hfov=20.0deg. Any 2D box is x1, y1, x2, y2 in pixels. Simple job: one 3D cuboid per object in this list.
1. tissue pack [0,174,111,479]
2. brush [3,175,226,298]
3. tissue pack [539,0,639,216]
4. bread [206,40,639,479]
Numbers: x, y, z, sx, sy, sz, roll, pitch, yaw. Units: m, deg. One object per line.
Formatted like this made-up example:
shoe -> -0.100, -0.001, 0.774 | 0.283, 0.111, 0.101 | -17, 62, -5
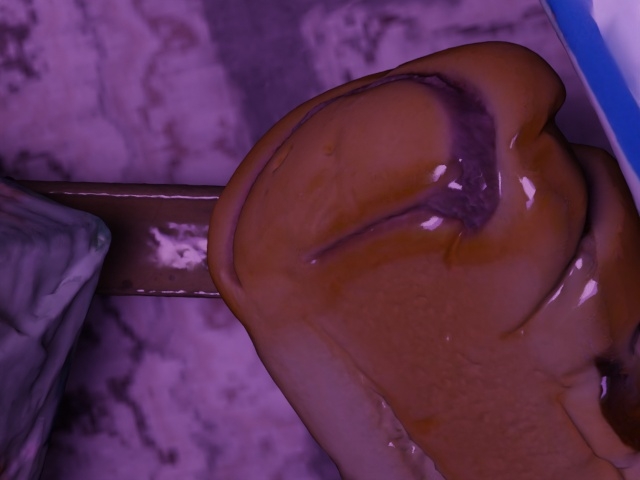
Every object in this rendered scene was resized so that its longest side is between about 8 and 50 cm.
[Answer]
tissue pack -> -0.247, 0.046, 0.627 | 0.311, 0.128, 0.228 | 24, 107, 20
brush -> 0.000, 0.000, 0.619 | 0.248, 0.036, 0.043 | 1, 103, 11
tissue pack -> 0.215, -0.057, 0.488 | 0.263, 0.146, 0.198 | -27, 91, 17
bread -> 0.063, 0.046, 0.558 | 0.134, 0.081, 0.225 | -17, 118, 30
